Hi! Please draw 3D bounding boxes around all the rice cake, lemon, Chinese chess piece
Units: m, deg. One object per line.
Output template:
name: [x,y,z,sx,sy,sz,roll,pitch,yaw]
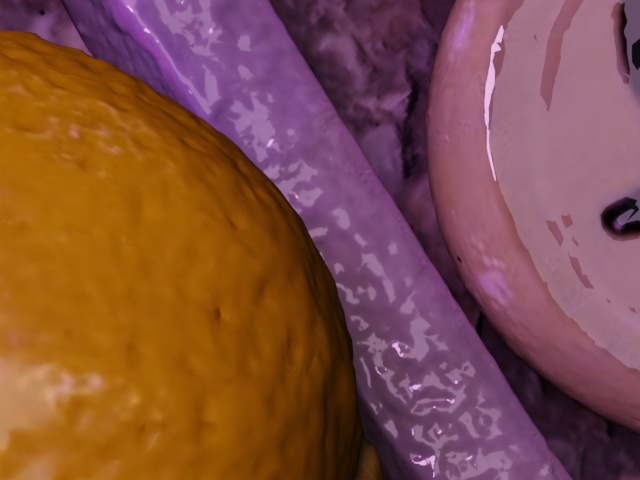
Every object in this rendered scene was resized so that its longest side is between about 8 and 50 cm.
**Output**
rice cake: [0.000,0.000,0.743,0.064,0.070,0.399,-36,98,-22]
lemon: [-0.133,0.049,0.600,0.320,0.245,0.245,12,82,-12]
Chinese chess piece: [0.170,-0.043,0.760,0.257,0.104,0.257,0,85,-5]
